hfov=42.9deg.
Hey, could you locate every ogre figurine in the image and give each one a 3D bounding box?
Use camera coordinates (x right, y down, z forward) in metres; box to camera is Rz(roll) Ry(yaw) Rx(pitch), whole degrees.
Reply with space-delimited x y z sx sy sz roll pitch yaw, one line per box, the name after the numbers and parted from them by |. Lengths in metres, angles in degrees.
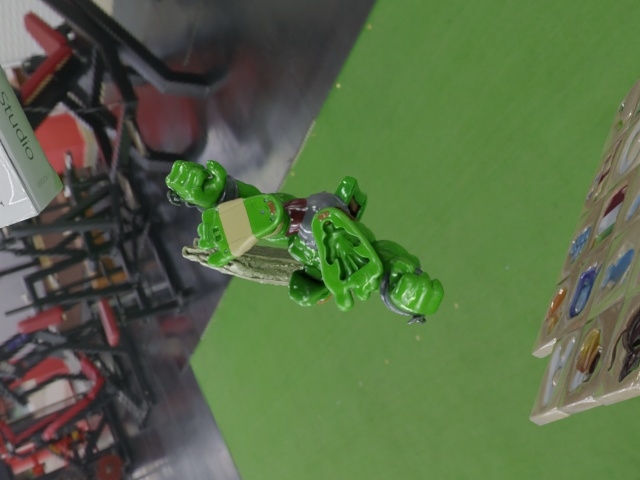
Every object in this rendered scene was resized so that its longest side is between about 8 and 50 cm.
0.000 0.000 0.568 0.197 0.118 0.097 5 89 20 | ogre figurine

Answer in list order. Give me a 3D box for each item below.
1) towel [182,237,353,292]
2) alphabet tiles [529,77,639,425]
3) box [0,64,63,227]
-0.044 0.023 0.761 0.110 0.148 0.027 17 98 56 | towel
0.208 -0.056 0.492 0.011 0.342 0.285 23 162 4 | alphabet tiles
-0.348 -0.074 0.467 0.058 0.322 0.232 -97 -13 -68 | box
